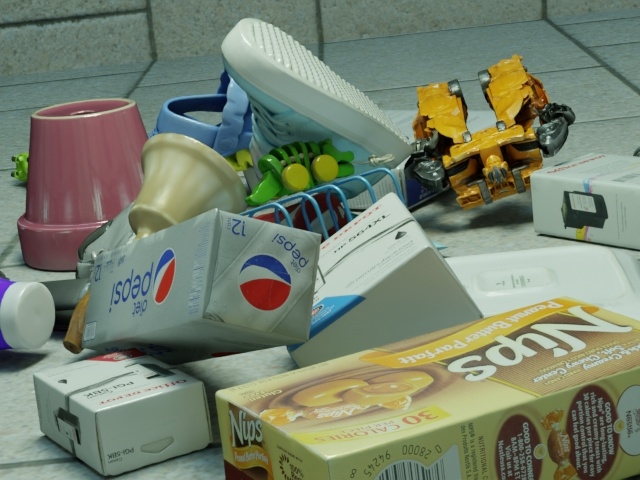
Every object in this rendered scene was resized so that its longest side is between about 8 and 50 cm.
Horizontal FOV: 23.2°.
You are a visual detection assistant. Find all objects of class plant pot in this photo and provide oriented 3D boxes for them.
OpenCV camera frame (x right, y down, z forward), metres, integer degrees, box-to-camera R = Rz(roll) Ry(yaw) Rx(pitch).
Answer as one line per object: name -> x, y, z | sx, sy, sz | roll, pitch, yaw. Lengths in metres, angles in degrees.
plant pot -> -0.277, -0.075, 1.910 | 0.201, 0.180, 0.201 | -5, 14, 1

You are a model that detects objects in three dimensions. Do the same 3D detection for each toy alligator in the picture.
toy alligator -> -0.005, -0.083, 1.625 | 0.190, 0.051, 0.056 | -19, 2, -33

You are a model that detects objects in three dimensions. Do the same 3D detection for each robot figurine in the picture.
robot figurine -> 0.203, -0.131, 1.900 | 0.211, 0.085, 0.291 | -18, 28, 9

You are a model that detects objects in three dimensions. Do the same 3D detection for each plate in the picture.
plate -> 0.183, 0.056, 1.467 | 0.278, 0.045, 0.277 | -6, 15, 4

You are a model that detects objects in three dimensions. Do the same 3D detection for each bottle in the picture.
bottle -> -0.402, 0.071, 1.561 | 0.283, 0.092, 0.118 | 1, 21, 25

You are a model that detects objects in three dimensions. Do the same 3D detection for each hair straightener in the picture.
hair straightener -> -0.318, 0.048, 1.622 | 0.230, 0.089, 0.047 | 6, 53, 38

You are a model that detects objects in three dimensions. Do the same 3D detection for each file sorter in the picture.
file sorter -> 0.000, 0.000, 1.588 | 0.170, 0.104, 0.118 | -19, 2, -43

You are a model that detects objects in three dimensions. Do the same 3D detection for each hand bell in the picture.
hand bell -> -0.183, 0.020, 1.547 | 0.126, 0.126, 0.242 | 4, 47, 35

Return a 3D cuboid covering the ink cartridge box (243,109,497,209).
ink cartridge box -> 0.062, -0.115, 2.143 | 0.330, 0.071, 0.324 | 2, 18, 36

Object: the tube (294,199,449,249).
tube -> 0.045, -0.005, 1.770 | 0.080, 0.052, 0.207 | -14, 19, -39

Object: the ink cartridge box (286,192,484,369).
ink cartridge box -> 0.042, 0.051, 1.350 | 0.148, 0.086, 0.203 | -37, 15, 3

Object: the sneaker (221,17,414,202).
sneaker -> -0.023, -0.116, 1.715 | 0.135, 0.150, 0.366 | 50, 10, 31

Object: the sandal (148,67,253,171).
sandal -> -0.173, -0.134, 2.036 | 0.317, 0.138, 0.126 | -26, 41, 9

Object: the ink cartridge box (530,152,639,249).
ink cartridge box -> 0.341, -0.046, 1.738 | 0.127, 0.072, 0.175 | -18, 18, -37

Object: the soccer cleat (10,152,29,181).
soccer cleat -> -0.410, -0.104, 2.340 | 0.072, 0.060, 0.179 | 1, 9, -27

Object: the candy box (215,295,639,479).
candy box -> 0.106, 0.129, 1.124 | 0.317, 0.087, 0.183 | -12, 15, -25

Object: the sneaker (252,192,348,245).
sneaker -> -0.079, 0.021, 1.708 | 0.221, 0.087, 0.128 | -22, 3, -42

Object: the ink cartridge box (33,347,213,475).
ink cartridge box -> -0.163, 0.137, 1.274 | 0.099, 0.056, 0.135 | -14, 15, -29

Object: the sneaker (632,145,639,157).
sneaker -> 0.492, -0.095, 1.808 | 0.226, 0.086, 0.163 | 13, 33, 28

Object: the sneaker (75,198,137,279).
sneaker -> -0.214, 0.036, 1.696 | 0.132, 0.086, 0.228 | -31, 24, 21

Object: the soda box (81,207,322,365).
soda box -> -0.107, 0.047, 1.323 | 0.098, 0.091, 0.286 | 14, -14, -26
